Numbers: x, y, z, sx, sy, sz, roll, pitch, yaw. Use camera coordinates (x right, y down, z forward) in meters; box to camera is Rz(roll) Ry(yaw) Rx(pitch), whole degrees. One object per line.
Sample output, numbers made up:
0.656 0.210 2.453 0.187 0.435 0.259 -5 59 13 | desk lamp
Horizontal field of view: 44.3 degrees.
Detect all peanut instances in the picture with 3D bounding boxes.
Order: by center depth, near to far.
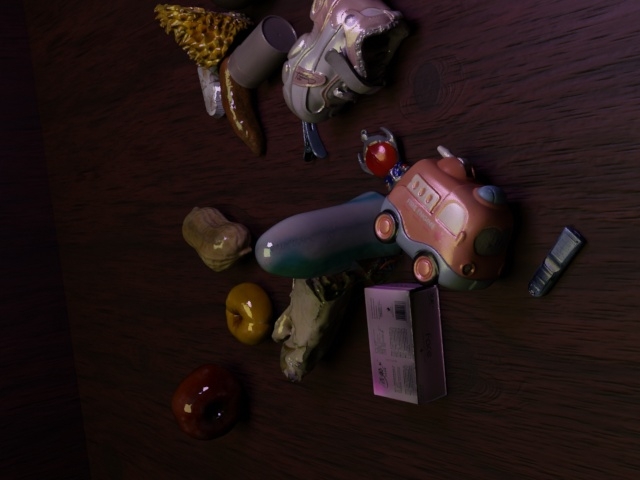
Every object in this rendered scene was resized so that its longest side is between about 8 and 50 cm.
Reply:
-0.304 0.001 2.269 0.291 0.143 0.159 28 109 49 | peanut

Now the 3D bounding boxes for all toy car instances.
0.253 -0.042 1.511 0.270 0.180 0.212 50 124 35 | toy car

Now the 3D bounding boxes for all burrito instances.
-0.020 0.196 1.948 0.190 0.135 0.332 60 143 38 | burrito

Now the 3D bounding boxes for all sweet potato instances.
-0.214 -0.366 2.113 0.097 0.097 0.291 -2 101 53 | sweet potato

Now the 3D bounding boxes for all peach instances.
-0.199 0.208 2.214 0.179 0.103 0.179 21 116 52 | peach

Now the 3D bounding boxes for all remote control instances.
0.422 0.044 1.421 0.043 0.027 0.152 54 134 36 | remote control

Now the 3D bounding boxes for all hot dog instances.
-0.306 -0.445 2.247 0.099 0.053 0.192 -29 72 50 | hot dog

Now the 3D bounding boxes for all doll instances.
0.146 -0.170 1.710 0.194 0.062 0.104 54 148 20 | doll

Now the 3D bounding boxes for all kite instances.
0.117 0.074 1.750 0.160 0.183 0.010 -30 59 6 | kite

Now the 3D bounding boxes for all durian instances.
-0.346 -0.581 2.110 0.305 0.196 0.185 37 100 52 | durian

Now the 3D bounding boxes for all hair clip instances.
-0.028 -0.309 1.922 0.070 0.039 0.229 -6 92 54 | hair clip

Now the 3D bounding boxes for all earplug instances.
0.000 0.000 1.718 0.185 0.324 0.185 17 111 51 | earplug

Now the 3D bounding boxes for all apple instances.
-0.343 0.488 2.375 0.234 0.234 0.234 16 111 50 | apple

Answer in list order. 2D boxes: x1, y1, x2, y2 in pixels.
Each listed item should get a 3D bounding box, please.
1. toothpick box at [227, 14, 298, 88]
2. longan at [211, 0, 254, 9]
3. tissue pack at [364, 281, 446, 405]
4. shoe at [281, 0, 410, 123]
-0.148 -0.471 1.982 0.181 0.111 0.111 -31 73 50 | toothpick box
-0.216 -0.676 1.962 0.220 0.196 0.196 -14 87 65 | longan
0.183 0.218 1.719 0.148 0.092 0.246 1 99 51 | tissue pack
0.049 -0.382 1.694 0.198 0.172 0.351 48 134 32 | shoe
